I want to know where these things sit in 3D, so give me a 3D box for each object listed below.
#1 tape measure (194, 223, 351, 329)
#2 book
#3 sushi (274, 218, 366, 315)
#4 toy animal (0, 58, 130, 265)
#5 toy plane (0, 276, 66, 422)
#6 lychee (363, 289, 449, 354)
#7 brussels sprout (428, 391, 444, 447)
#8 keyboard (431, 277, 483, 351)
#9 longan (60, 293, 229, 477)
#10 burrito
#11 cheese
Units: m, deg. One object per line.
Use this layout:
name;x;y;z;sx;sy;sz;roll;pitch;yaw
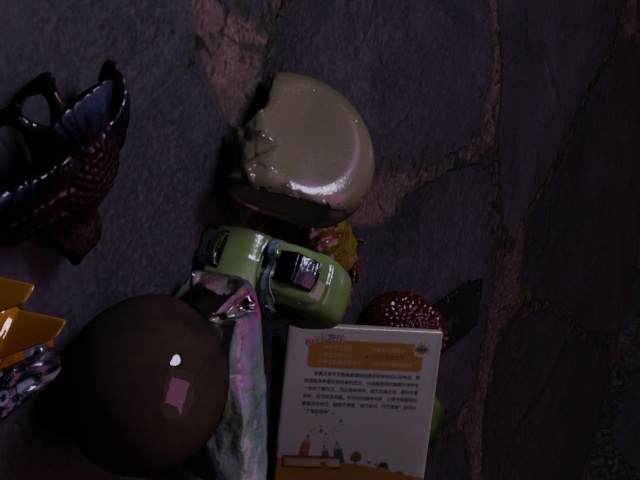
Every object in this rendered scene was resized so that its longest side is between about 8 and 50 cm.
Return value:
tape measure;-0.042;0.053;1.295;0.177;0.154;0.088;47;55;-60
book;0.044;0.254;1.459;0.020;0.207;0.296;-124;-141;-74
sushi;-0.001;-0.002;1.404;0.097;0.103;0.226;-29;130;-18
toy animal;-0.218;-0.056;0.976;0.218;0.116;0.180;-61;145;-43
toy plane;-0.332;0.157;0.863;0.316;0.103;0.204;-57;142;-25
lychee;0.123;0.135;1.623;0.123;0.129;0.123;-169;-90;-86
brussels sprout;0.086;0.246;1.556;0.180;0.161;0.144;-8;111;-49
keyboard;0.203;0.143;1.875;0.317;0.027;0.106;-24;122;-56
longan;-0.168;0.140;1.071;0.189;0.189;0.189;-25;119;-56
burrito;-0.103;0.152;1.211;0.089;0.144;0.229;-5;104;-35
cheese;-0.023;-0.108;1.285;0.091;0.175;0.203;123;-26;-51
